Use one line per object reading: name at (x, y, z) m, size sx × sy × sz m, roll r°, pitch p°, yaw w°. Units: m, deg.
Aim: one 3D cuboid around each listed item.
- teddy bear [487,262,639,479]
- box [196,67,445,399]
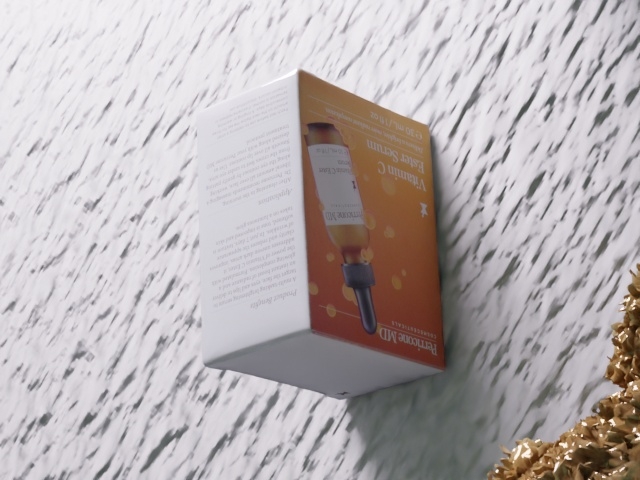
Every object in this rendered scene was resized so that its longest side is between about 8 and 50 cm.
teddy bear at (0.234, 0.086, 0.963) m, size 0.245 × 0.113 × 0.338 m, roll 32°, pitch 93°, yaw 35°
box at (0.000, 0.000, 1.181) m, size 0.091 × 0.130 × 0.170 m, roll -20°, pitch 64°, yaw 38°
